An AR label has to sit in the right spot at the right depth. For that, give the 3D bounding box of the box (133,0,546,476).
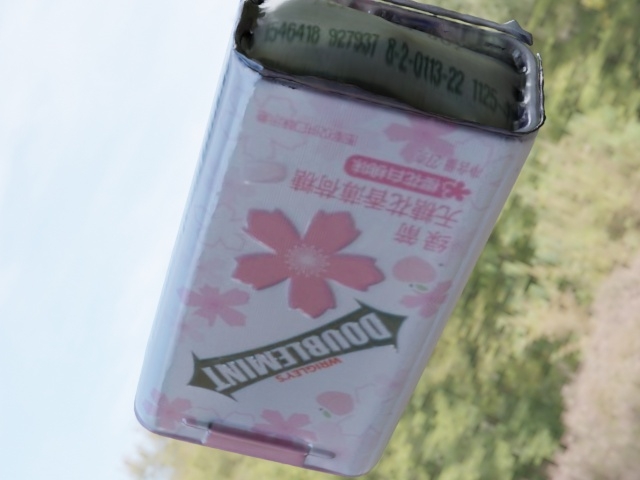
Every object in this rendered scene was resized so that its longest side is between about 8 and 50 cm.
[{"bbox_3d":[0.000,0.000,1.013,0.112,0.190,0.369,-85,12,-44],"label":"box"}]
